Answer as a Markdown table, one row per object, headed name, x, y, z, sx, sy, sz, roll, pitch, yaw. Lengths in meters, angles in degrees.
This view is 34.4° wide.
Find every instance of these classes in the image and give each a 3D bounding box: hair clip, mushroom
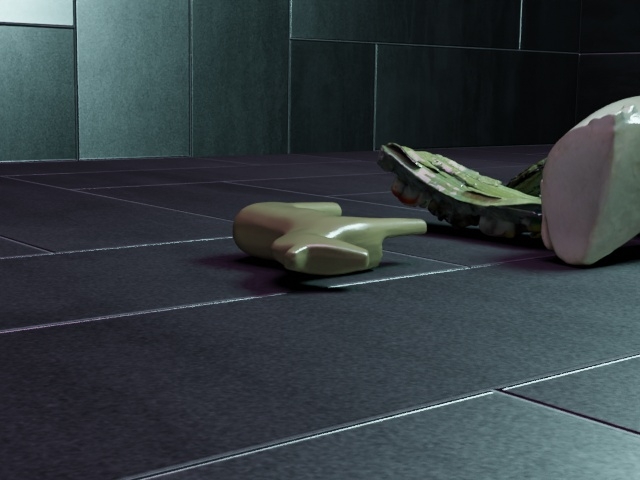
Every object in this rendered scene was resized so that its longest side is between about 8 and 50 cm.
| name | x | y | z | sx | sy | sz | roll | pitch | yaw |
| --- | --- | --- | --- | --- | --- | --- | --- | --- | --- |
| hair clip | 0.213 | -0.050 | 1.396 | 0.138 | 0.091 | 0.321 | 4 | 15 | -45 |
| mushroom | 0.404 | -0.109 | 1.250 | 0.407 | 0.154 | 0.138 | -26 | 11 | -39 |

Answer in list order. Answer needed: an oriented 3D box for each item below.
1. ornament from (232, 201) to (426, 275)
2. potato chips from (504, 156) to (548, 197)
| name | x | y | z | sx | sy | sz | roll | pitch | yaw |
| --- | --- | --- | --- | --- | --- | --- | --- | --- | --- |
| ornament | 0.000 | 0.000 | 1.103 | 0.230 | 0.061 | 0.245 | 12 | 12 | 44 |
| potato chips | 0.378 | -0.096 | 1.623 | 0.202 | 0.029 | 0.220 | -29 | -23 | 19 |
